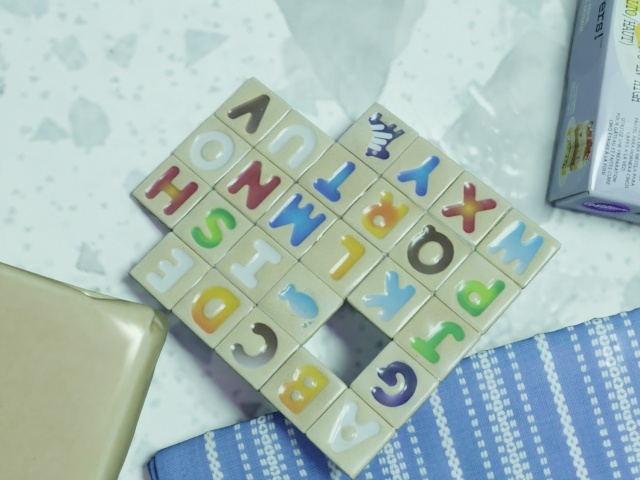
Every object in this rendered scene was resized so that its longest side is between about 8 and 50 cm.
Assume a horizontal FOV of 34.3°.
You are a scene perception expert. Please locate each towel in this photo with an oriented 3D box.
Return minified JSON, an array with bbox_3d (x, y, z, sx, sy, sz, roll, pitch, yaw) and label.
[{"bbox_3d":[0.076,0.203,0.646,0.336,0.040,0.243,-17,85,6],"label":"towel"}]

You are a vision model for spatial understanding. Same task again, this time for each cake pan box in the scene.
[{"bbox_3d":[0.311,-0.131,0.762,0.245,0.070,0.267,13,82,-12],"label":"cake pan box"}]

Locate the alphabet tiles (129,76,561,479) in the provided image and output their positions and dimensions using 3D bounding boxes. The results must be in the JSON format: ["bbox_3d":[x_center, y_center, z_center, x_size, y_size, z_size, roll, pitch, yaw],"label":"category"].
[{"bbox_3d":[0.000,0.000,0.669,0.237,0.009,0.198,40,77,17],"label":"alphabet tiles"}]

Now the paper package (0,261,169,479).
[{"bbox_3d":[-0.280,0.144,0.563,0.309,0.168,0.325,20,81,-7],"label":"paper package"}]
